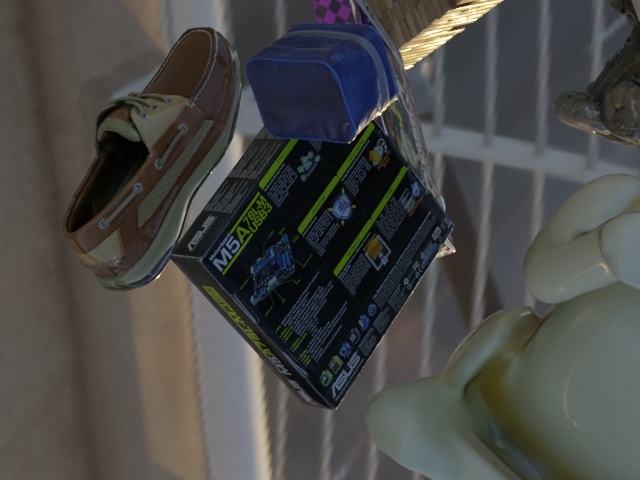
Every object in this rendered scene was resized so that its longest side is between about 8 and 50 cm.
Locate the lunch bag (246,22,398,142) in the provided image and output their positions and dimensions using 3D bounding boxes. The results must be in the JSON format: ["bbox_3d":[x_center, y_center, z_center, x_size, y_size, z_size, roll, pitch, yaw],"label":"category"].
[{"bbox_3d":[0.001,-0.112,1.065,0.065,0.098,0.067,-42,127,-37],"label":"lunch bag"}]

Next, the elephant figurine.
[{"bbox_3d":[0.338,-0.207,1.499,0.186,0.169,0.239,17,94,-43],"label":"elephant figurine"}]

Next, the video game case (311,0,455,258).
[{"bbox_3d":[0.059,-0.116,1.464,0.210,0.042,0.232,43,31,-63],"label":"video game case"}]

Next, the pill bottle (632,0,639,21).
[{"bbox_3d":[0.443,-0.277,1.256,0.210,0.363,0.210,23,64,-59],"label":"pill bottle"}]

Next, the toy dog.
[{"bbox_3d":[0.304,0.058,1.153,0.408,0.284,0.395,-54,156,22],"label":"toy dog"}]

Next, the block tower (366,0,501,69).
[{"bbox_3d":[0.143,-0.314,2.036,0.097,0.335,0.091,-14,82,-26],"label":"block tower"}]

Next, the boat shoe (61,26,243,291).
[{"bbox_3d":[-0.185,-0.106,1.692,0.120,0.122,0.324,43,56,-41],"label":"boat shoe"}]

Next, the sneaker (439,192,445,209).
[{"bbox_3d":[0.046,-0.047,1.733,0.092,0.229,0.087,29,82,-31],"label":"sneaker"}]

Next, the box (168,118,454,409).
[{"bbox_3d":[0.000,0.000,1.164,0.184,0.045,0.190,49,64,-32],"label":"box"}]
